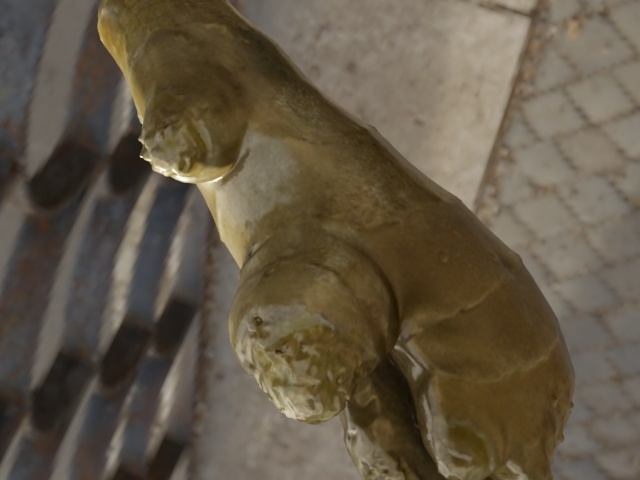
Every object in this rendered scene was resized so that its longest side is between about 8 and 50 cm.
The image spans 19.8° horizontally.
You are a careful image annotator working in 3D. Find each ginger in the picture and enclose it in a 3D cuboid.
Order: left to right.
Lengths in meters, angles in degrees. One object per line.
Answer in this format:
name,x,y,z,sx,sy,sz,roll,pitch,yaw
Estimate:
ginger,-0.013,0.015,1.050,0.375,0.236,0.166,33,142,4
